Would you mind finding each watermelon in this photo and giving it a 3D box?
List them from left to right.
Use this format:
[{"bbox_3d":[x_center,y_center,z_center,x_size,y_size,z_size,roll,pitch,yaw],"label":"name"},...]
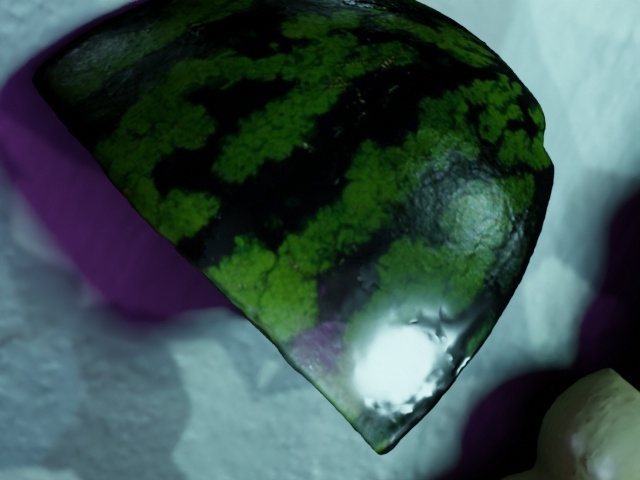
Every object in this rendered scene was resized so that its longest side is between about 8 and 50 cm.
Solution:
[{"bbox_3d":[0.003,-0.016,0.644,0.193,0.145,0.137,-2,107,-16],"label":"watermelon"}]

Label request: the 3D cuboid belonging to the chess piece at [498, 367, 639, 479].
[{"bbox_3d":[0.153,0.086,0.723,0.143,0.143,0.261,43,91,-20],"label":"chess piece"}]
